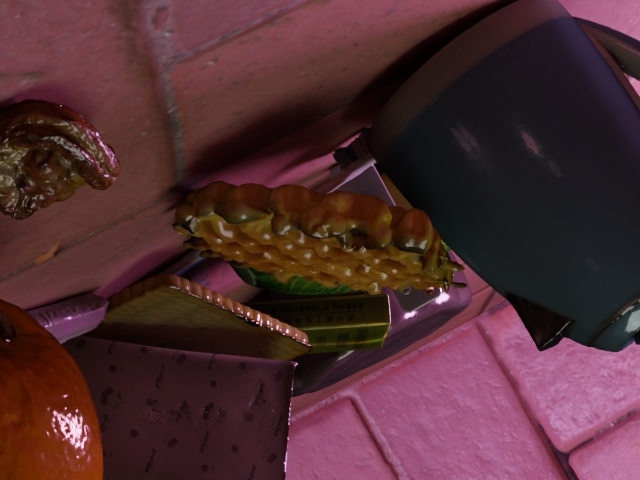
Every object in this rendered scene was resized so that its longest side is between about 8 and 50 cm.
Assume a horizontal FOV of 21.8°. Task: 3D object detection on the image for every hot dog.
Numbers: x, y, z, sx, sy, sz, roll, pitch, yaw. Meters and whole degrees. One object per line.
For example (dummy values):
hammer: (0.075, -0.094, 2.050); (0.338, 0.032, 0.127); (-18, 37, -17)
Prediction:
hot dog: (-0.206, -0.061, 1.257); (0.099, 0.065, 0.147); (-20, 170, -1)

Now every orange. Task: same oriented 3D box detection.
orange: (-0.336, 0.183, 1.400); (0.312, 0.312, 0.312); (-28, 168, -6)

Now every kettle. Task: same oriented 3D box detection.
kettle: (0.273, -0.063, 1.662); (0.319, 0.342, 0.247); (-36, 167, -9)

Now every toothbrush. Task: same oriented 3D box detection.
toothbrush: (-0.085, -0.006, 1.828); (0.386, 0.040, 0.040); (-34, 167, 21)

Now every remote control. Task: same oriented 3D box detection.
remote control: (0.072, -0.009, 1.848); (0.050, 0.184, 0.027); (-29, -178, -4)

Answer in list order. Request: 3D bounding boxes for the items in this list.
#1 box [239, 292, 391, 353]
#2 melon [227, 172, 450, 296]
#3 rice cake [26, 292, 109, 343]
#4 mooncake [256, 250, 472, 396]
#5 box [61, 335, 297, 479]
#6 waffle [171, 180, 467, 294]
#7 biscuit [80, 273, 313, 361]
box: (-0.074, 0.110, 2.028); (0.311, 0.043, 0.173); (-3, 166, -3)
melon: (0.054, -0.007, 1.952); (0.323, 0.124, 0.196); (-27, 163, -17)
rice cake: (-0.304, 0.092, 1.729); (0.207, 0.036, 0.047); (-14, 156, -50)
mooncake: (0.053, 0.091, 2.282); (0.306, 0.154, 0.306); (-28, 167, -7)
box: (-0.196, 0.234, 1.898); (0.297, 0.190, 0.225); (8, 156, -12)
waffle: (0.001, -0.002, 1.649); (0.329, 0.062, 0.329); (11, 168, 2)
biscuit: (-0.147, 0.107, 1.895); (0.172, 0.029, 0.254); (-25, 145, 31)
